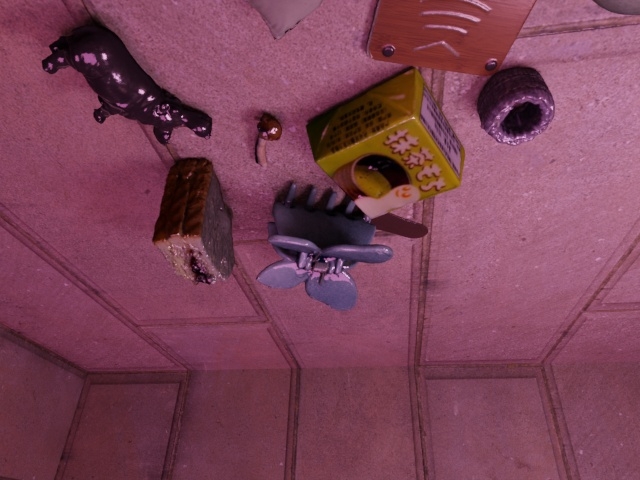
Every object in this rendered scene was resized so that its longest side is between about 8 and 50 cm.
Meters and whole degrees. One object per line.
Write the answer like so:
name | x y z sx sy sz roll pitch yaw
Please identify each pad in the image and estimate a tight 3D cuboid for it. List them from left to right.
pad | 0.248 -0.437 0.834 0.287 0.018 0.284 5 146 -7

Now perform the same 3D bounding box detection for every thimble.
thimble | 0.418 -0.285 0.980 0.150 0.097 0.150 0 146 0

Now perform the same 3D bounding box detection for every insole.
insole | 0.190 -0.058 1.417 0.328 0.007 0.111 14 146 -17

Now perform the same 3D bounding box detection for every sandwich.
sandwich | -0.327 -0.024 1.262 0.131 0.262 0.325 -3 146 4

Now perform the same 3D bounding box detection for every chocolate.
chocolate | 0.161 -0.203 1.079 0.289 0.137 0.301 -20 141 29

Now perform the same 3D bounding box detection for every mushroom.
mushroom | -0.134 -0.242 1.124 0.060 0.061 0.187 23 155 -7

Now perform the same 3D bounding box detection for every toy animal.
toy animal | -0.400 -0.310 0.981 0.168 0.106 0.343 -24 145 23

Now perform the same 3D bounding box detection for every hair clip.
hair clip | 0.000 0.000 1.293 0.318 0.238 0.392 10 148 -8

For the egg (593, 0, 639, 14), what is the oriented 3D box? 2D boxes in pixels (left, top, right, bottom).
egg | 0.472 -0.441 0.674 0.169 0.169 0.236 -24 137 33

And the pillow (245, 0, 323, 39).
pillow | -0.046 -0.489 0.674 0.312 0.119 0.310 -22 136 31
